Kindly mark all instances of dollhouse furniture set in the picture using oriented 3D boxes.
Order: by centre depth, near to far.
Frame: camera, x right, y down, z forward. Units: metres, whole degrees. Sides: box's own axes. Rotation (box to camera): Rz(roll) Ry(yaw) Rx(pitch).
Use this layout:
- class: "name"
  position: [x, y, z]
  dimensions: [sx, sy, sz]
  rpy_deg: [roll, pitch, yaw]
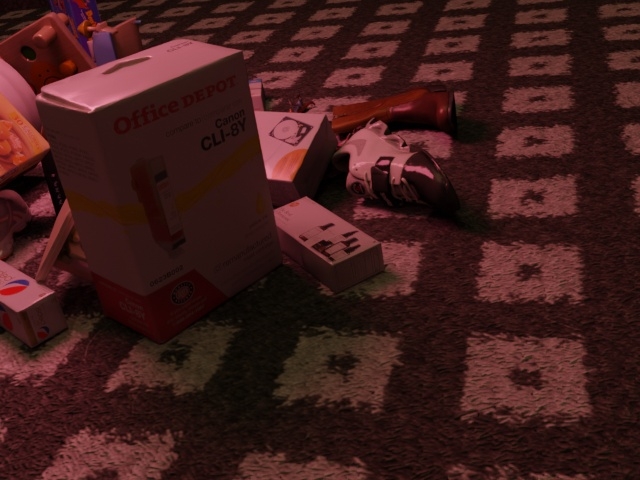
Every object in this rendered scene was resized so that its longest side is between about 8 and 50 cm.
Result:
- class: "dollhouse furniture set"
  position: [-0.556, -0.463, 2.028]
  dimensions: [0.198, 0.303, 0.286]
  rpy_deg: [0, 31, 15]

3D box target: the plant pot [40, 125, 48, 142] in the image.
- class: "plant pot"
  position: [-0.474, -0.222, 1.713]
  dimensions: [0.231, 0.215, 0.215]
  rpy_deg: [11, 31, 2]

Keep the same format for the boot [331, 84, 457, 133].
- class: "boot"
  position: [0.162, -0.291, 1.736]
  dimensions: [0.281, 0.096, 0.264]
  rpy_deg: [-9, 30, 2]

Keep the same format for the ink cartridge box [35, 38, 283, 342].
- class: "ink cartridge box"
  position: [-0.233, -0.083, 1.182]
  dimensions: [0.160, 0.384, 0.279]
  rpy_deg: [19, 40, 40]

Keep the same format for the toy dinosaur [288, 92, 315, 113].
- class: "toy dinosaur"
  position: [-0.056, -0.339, 1.940]
  dimensions: [0.090, 0.047, 0.082]
  rpy_deg: [1, 48, -3]

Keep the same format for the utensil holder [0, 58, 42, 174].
- class: "utensil holder"
  position: [-0.836, -0.198, 1.619]
  dimensions: [0.328, 0.327, 0.385]
  rpy_deg: [2, 32, 19]

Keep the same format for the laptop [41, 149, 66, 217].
- class: "laptop"
  position: [-0.434, -0.112, 1.542]
  dimensions: [0.234, 0.264, 0.136]
  rpy_deg: [-16, -7, -14]

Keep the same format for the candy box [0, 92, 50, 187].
- class: "candy box"
  position: [-0.701, -0.243, 1.461]
  dimensions: [0.088, 0.316, 0.183]
  rpy_deg: [-38, 9, 34]

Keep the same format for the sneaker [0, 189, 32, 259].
- class: "sneaker"
  position: [-0.657, -0.061, 1.531]
  dimensions: [0.099, 0.121, 0.262]
  rpy_deg: [-12, 29, -6]

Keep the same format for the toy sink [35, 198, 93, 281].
- class: "toy sink"
  position: [-0.384, -0.022, 1.316]
  dimensions: [0.131, 0.152, 0.234]
  rpy_deg: [24, 22, -20]

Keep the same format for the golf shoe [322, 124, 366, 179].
- class: "golf shoe"
  position: [0.037, -0.173, 1.610]
  dimensions: [0.186, 0.067, 0.086]
  rpy_deg: [-29, -7, -13]

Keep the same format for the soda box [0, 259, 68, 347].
- class: "soda box"
  position: [-0.510, 0.098, 1.257]
  dimensions: [0.216, 0.073, 0.069]
  rpy_deg: [18, 39, 40]

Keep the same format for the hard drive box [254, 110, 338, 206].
- class: "hard drive box"
  position: [-0.107, -0.166, 1.535]
  dimensions: [0.232, 0.089, 0.181]
  rpy_deg: [7, 57, 28]

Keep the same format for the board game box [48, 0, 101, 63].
- class: "board game box"
  position: [-0.739, -0.636, 2.337]
  dimensions: [0.078, 0.347, 0.233]
  rpy_deg: [-25, 33, -26]

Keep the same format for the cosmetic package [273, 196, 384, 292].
- class: "cosmetic package"
  position: [0.000, 0.000, 1.302]
  dimensions: [0.099, 0.060, 0.239]
  rpy_deg: [-23, 32, -24]

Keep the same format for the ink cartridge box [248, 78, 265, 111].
- class: "ink cartridge box"
  position: [-0.200, -0.366, 2.003]
  dimensions: [0.104, 0.060, 0.180]
  rpy_deg: [-8, 29, 0]

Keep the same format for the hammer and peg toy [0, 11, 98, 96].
- class: "hammer and peg toy"
  position: [-0.693, -0.376, 1.867]
  dimensions: [0.362, 0.266, 0.127]
  rpy_deg: [-19, 33, 28]

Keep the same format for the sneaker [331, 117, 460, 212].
- class: "sneaker"
  position: [0.133, -0.112, 1.431]
  dimensions: [0.146, 0.122, 0.330]
  rpy_deg: [-35, 35, -8]
